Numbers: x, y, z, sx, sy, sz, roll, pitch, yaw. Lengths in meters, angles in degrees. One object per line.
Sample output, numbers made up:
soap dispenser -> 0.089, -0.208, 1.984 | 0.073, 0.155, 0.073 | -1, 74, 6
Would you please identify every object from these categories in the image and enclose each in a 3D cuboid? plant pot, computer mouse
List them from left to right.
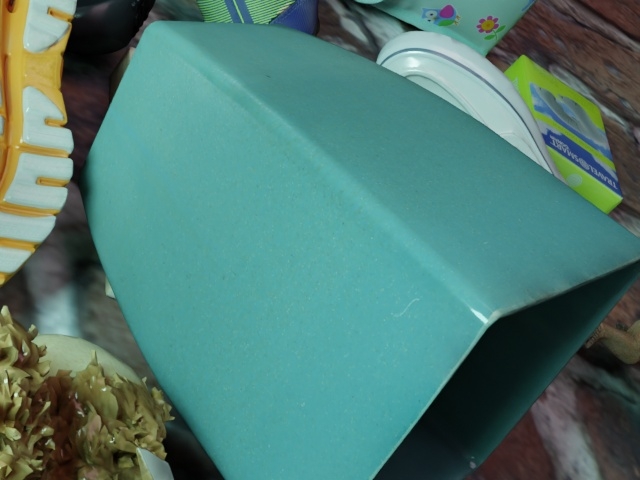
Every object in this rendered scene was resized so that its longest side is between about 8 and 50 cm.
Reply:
computer mouse -> -0.136, -0.181, 0.745 | 0.071, 0.041, 0.242 | 1, 32, 10
plant pot -> 0.000, 0.000, 0.529 | 0.234, 0.166, 0.165 | 46, 32, 22

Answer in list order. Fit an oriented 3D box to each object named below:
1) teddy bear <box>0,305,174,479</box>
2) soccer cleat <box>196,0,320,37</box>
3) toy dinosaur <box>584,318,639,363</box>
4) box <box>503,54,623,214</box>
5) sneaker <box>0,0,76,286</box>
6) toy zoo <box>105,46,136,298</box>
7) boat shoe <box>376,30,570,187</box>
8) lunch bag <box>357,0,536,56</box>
teddy bear -> -0.077, 0.156, 0.368 | 0.338, 0.113, 0.245 | 54, 7, 11
soccer cleat -> -0.050, -0.247, 0.828 | 0.121, 0.093, 0.289 | 60, 19, -45
toy dinosaur -> 0.316, 0.074, 0.781 | 0.296, 0.200, 0.127 | 58, 30, -4
box -> 0.230, -0.095, 1.035 | 0.109, 0.042, 0.178 | 30, 36, -21
sneaker -> -0.172, -0.056, 0.541 | 0.084, 0.083, 0.215 | 21, 58, -26
toy zoo -> -0.001, -0.001, 0.699 | 0.293, 0.030, 0.192 | 22, 40, -29
boat shoe -> 0.130, -0.043, 0.805 | 0.258, 0.095, 0.084 | 45, 39, -17
lunch bag -> 0.109, -0.319, 0.982 | 0.262, 0.223, 0.160 | 18, 42, -32
